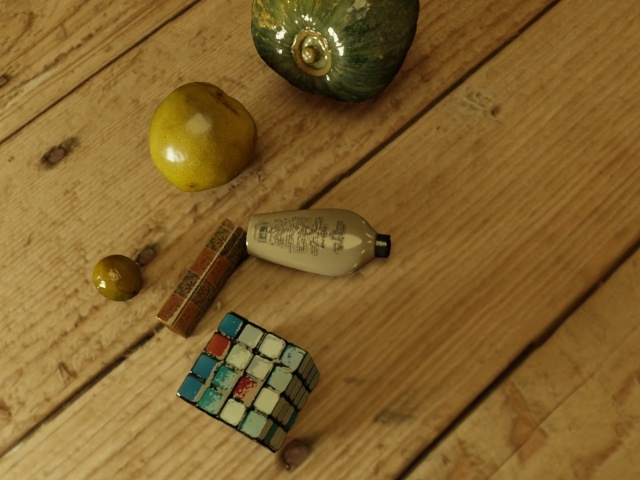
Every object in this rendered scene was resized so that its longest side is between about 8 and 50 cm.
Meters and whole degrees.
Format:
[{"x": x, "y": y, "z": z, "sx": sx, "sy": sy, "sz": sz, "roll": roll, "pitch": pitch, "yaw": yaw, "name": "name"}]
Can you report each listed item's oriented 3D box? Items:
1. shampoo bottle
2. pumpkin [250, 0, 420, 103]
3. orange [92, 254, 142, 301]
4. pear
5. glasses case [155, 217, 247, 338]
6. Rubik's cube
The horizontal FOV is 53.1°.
[{"x": 0.000, "y": 0.000, "z": 1.159, "sx": 0.257, "sy": 0.078, "sz": 0.127, "roll": 5, "pitch": 69, "yaw": 13, "name": "shampoo bottle"}, {"x": 0.025, "y": -0.435, "z": 1.251, "sx": 0.328, "sy": 0.291, "sz": 0.257, "roll": 31, "pitch": 48, "yaw": 7, "name": "pumpkin"}, {"x": -0.374, "y": 0.071, "z": 1.187, "sx": 0.085, "sy": 0.085, "sz": 0.095, "roll": -44, "pitch": 72, "yaw": -12, "name": "orange"}, {"x": -0.231, "y": -0.191, "z": 1.228, "sx": 0.209, "sy": 0.209, "sz": 0.208, "roll": -4, "pitch": 64, "yaw": 8, "name": "pear"}, {"x": -0.207, "y": 0.070, "z": 1.164, "sx": 0.049, "sy": 0.075, "sz": 0.218, "roll": 26, "pitch": 71, "yaw": 17, "name": "glasses case"}, {"x": -0.108, "y": 0.229, "z": 1.025, "sx": 0.151, "sy": 0.155, "sz": 0.154, "roll": 24, "pitch": 71, "yaw": 19, "name": "Rubik's cube"}]
